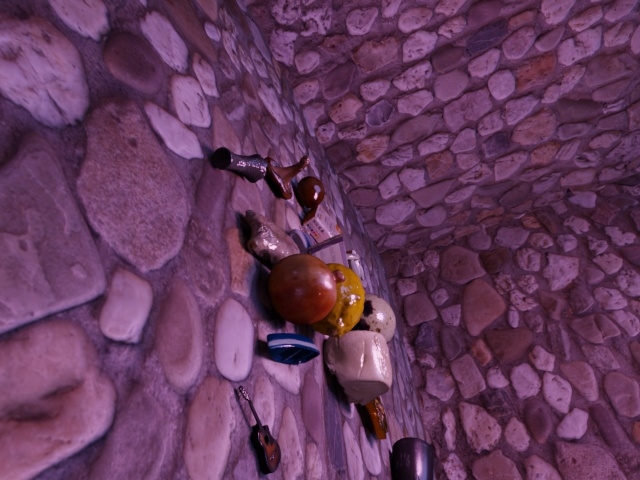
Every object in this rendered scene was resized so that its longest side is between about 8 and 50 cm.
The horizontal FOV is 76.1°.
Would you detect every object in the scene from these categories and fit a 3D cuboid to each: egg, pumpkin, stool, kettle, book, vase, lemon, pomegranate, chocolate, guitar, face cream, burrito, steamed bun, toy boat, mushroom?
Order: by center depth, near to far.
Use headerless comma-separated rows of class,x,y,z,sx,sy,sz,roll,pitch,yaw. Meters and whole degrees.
guitar,-0.162,0.479,1.049,0.234,0.025,0.088,67,15,-4
toy boat,-0.097,0.350,1.338,0.299,0.096,0.062,39,22,-58
pomegranate,-0.044,0.163,1.433,0.229,0.270,0.252,-106,174,-52
vase,-0.295,-0.281,1.494,0.116,0.115,0.237,70,17,6
burrito,-0.168,0.023,1.528,0.348,0.106,0.175,48,38,-49
lemon,0.047,0.238,1.672,0.286,0.285,0.316,69,21,1
steamed bun,0.149,0.526,1.749,0.272,0.273,0.291,31,34,-42
book,0.041,0.092,1.802,0.026,0.157,0.231,51,-21,51
mushroom,-0.132,-0.306,1.870,0.148,0.217,0.227,-96,160,-47
face cream,-0.059,0.040,1.910,0.336,0.080,0.163,24,44,-75
pumpkin,0.250,0.805,1.941,0.290,0.095,0.259,39,29,-69
stool,0.099,0.170,1.978,0.195,0.195,0.199,106,-20,-79
kettle,0.452,1.176,2.007,0.290,0.207,0.269,-75,169,-58
egg,0.235,0.413,2.064,0.379,0.287,0.288,56,15,-79
chocolate,-0.051,-0.257,2.224,0.176,0.176,0.177,-21,90,-76

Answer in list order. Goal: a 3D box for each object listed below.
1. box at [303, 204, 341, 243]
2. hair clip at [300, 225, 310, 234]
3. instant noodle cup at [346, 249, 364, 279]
box,0.013,-0.070,2.225,0.221,0.091,0.274,51,16,-14
hair clip,-0.042,0.024,2.101,0.072,0.034,0.226,-92,156,-51
instant noodle cup,0.123,0.160,2.216,0.230,0.182,0.230,-90,154,-57
